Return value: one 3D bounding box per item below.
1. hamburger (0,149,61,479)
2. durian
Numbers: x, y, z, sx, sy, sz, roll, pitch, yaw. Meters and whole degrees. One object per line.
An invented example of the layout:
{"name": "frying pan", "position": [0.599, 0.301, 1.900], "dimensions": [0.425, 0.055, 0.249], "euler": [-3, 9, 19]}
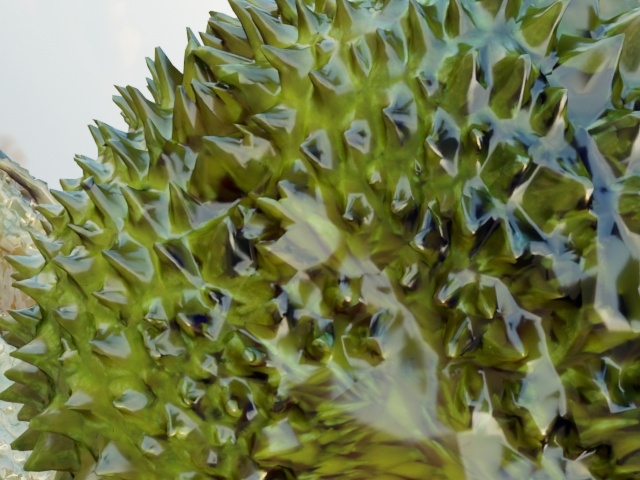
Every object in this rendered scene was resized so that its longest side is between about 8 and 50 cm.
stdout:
{"name": "hamburger", "position": [-0.241, 0.143, 1.316], "dimensions": [0.445, 0.287, 0.268], "euler": [38, 38, -38]}
{"name": "durian", "position": [0.052, 0.027, 0.603], "dimensions": [0.225, 0.291, 0.291], "euler": [10, -43, 58]}
